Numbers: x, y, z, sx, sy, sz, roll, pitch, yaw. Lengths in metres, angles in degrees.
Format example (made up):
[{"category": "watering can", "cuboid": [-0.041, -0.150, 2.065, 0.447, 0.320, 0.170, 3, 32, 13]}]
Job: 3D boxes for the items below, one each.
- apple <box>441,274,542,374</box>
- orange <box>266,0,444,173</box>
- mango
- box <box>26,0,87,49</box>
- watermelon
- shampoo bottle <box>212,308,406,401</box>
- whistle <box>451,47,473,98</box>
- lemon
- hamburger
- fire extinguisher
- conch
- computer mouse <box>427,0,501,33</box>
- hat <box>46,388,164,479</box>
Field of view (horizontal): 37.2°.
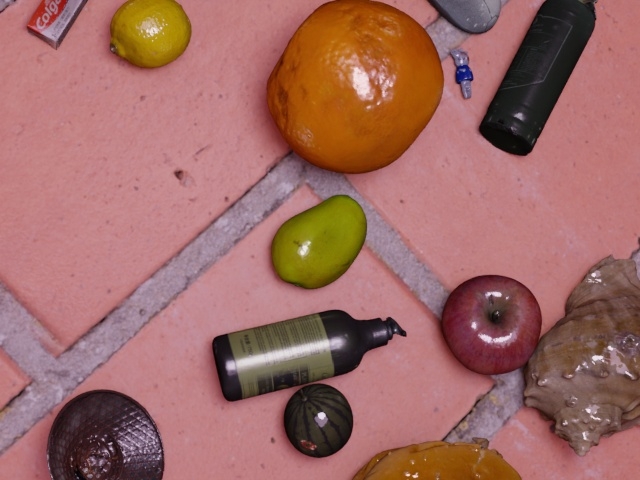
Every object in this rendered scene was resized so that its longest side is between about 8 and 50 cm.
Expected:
[{"category": "apple", "cuboid": [0.260, 0.131, 1.451, 0.154, 0.120, 0.153, -1, 67, 2]}, {"category": "orange", "cuboid": [0.050, -0.222, 1.379, 0.261, 0.261, 0.261, 1, 86, -9]}, {"category": "mango", "cuboid": [0.003, 0.006, 1.441, 0.163, 0.089, 0.117, -29, 91, -11]}, {"category": "box", "cuboid": [-0.365, -0.396, 1.434, 0.055, 0.039, 0.218, 31, 82, -7]}, {"category": "watermelon", "cuboid": [-0.007, 0.258, 1.406, 0.105, 0.105, 0.133, -31, 128, -10]}, {"category": "shampoo bottle", "cuboid": [-0.015, 0.162, 1.421, 0.284, 0.101, 0.101, -12, 88, -10]}, {"category": "whistle", "cuboid": [0.229, -0.269, 1.527, 0.033, 0.029, 0.083, -6, 83, -28]}, {"category": "lemon", "cuboid": [-0.254, -0.310, 1.412, 0.133, 0.109, 0.109, -36, 92, -19]}, {"category": "hamburger", "cuboid": [0.172, 0.443, 1.400, 0.290, 0.170, 0.314, 11, 83, -15]}, {"category": "fire extinguisher", "cuboid": [0.364, -0.292, 1.511, 0.095, 0.114, 0.311, 30, 80, -15]}, {"category": "conch", "cuboid": [0.463, 0.185, 1.469, 0.263, 0.186, 0.324, 28, 83, -24]}, {"category": "computer mouse", "cuboid": [0.205, -0.431, 1.515, 0.113, 0.068, 0.229, -44, 94, -11]}, {"category": "hat", "cuboid": [-0.326, 0.317, 1.376, 0.193, 0.082, 0.193, 22, 56, -37]}]
